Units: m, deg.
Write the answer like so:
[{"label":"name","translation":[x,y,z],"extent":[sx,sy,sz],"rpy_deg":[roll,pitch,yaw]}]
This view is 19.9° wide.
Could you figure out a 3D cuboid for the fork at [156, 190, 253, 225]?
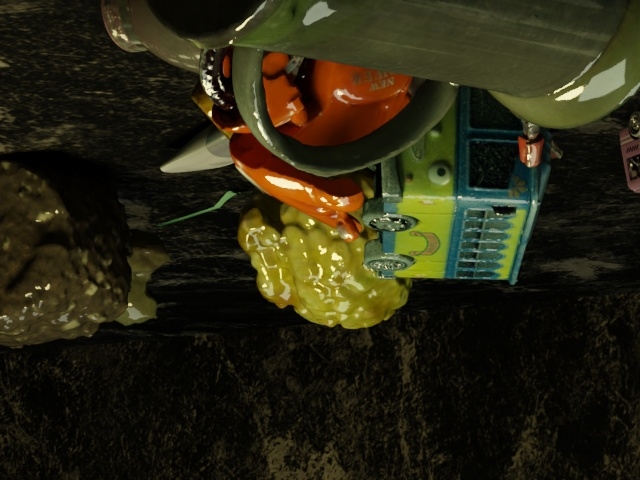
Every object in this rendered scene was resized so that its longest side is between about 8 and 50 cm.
[{"label":"fork","translation":[-0.152,-0.047,2.468],"extent":[0.039,0.021,0.235],"rpy_deg":[10,166,-40]}]

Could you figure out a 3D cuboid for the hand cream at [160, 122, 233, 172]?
[{"label":"hand cream","translation":[-0.110,-0.106,2.023],"extent":[0.079,0.048,0.255],"rpy_deg":[-2,171,-20]}]

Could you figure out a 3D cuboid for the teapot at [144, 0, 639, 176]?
[{"label":"teapot","translation":[0.036,-0.166,1.143],"extent":[0.337,0.270,0.200],"rpy_deg":[7,-152,-39]}]

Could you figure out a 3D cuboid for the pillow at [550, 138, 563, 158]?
[{"label":"pillow","translation":[0.164,-0.105,2.150],"extent":[0.232,0.043,0.126],"rpy_deg":[-5,170,16]}]

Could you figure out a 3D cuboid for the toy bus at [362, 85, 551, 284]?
[{"label":"toy bus","translation":[0.141,-0.063,1.952],"extent":[0.190,0.152,0.312],"rpy_deg":[2,163,2]}]

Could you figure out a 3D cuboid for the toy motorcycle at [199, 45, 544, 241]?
[{"label":"toy motorcycle","translation":[0.052,-0.124,1.358],"extent":[0.326,0.221,0.148],"rpy_deg":[-25,-137,-27]}]

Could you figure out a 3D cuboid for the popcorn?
[{"label":"popcorn","translation":[0.000,0.000,2.288],"extent":[0.251,0.205,0.237],"rpy_deg":[14,179,-25]}]

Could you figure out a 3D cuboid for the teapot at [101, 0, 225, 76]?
[{"label":"teapot","translation":[-0.091,-0.194,1.406],"extent":[0.146,0.148,0.116],"rpy_deg":[6,140,31]}]

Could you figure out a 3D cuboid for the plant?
[{"label":"plant","translation":[-0.330,0.022,2.237],"extent":[0.215,0.213,0.312],"rpy_deg":[-12,171,22]}]

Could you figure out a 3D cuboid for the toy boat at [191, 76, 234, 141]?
[{"label":"toy boat","translation":[-0.069,-0.140,1.789],"extent":[0.088,0.089,0.229],"rpy_deg":[-43,168,0]}]

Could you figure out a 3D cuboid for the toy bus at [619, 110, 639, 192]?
[{"label":"toy bus","translation":[0.419,-0.108,2.055],"extent":[0.087,0.098,0.178],"rpy_deg":[1,169,-23]}]
